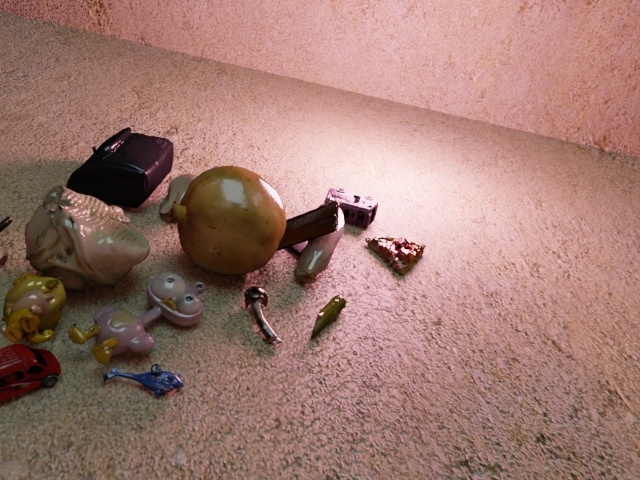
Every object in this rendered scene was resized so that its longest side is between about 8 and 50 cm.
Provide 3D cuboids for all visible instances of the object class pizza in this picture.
[{"bbox_3d":[0.256,0.036,2.030,0.200,0.053,0.193,5,31,-16],"label":"pizza"}]

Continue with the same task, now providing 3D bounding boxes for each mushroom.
[{"bbox_3d":[-0.144,0.192,1.618,0.060,0.061,0.187,-13,49,-16],"label":"mushroom"},{"bbox_3d":[0.002,0.000,1.906,0.109,0.097,0.351,-15,30,23],"label":"mushroom"}]

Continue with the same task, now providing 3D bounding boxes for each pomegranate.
[{"bbox_3d":[-0.256,-0.053,1.740,0.319,0.319,0.319,10,30,-6],"label":"pomegranate"}]

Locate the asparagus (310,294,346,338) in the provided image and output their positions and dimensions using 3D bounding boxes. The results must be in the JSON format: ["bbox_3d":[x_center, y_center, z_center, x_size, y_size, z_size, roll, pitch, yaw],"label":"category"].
[{"bbox_3d":[0.012,0.198,1.675,0.178,0.041,0.045,-38,103,-53],"label":"asparagus"}]

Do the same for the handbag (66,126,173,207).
[{"bbox_3d":[-0.628,-0.250,2.014,0.274,0.178,0.302,14,30,-1],"label":"handbag"}]

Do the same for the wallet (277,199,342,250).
[{"bbox_3d":[-0.054,-0.040,1.891,0.243,0.039,0.133,-19,35,25],"label":"wallet"}]

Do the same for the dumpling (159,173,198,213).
[{"bbox_3d":[-0.422,-0.135,1.989,0.166,0.126,0.216,-19,46,-3],"label":"dumpling"}]

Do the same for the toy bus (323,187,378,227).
[{"bbox_3d":[0.100,-0.108,2.176,0.178,0.087,0.098,15,32,8],"label":"toy bus"}]

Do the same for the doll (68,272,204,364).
[{"bbox_3d":[-0.399,0.174,1.491,0.160,0.094,0.365,30,35,20],"label":"doll"}]

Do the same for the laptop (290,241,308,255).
[{"bbox_3d":[-0.060,-0.001,2.000,0.180,0.016,0.129,35,37,29],"label":"laptop"}]

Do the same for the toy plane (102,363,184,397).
[{"bbox_3d":[-0.370,0.293,1.354,0.167,0.054,0.062,12,56,-5],"label":"toy plane"}]

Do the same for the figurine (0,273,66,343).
[{"bbox_3d":[-0.619,0.149,1.388,0.156,0.131,0.246,-34,21,0],"label":"figurine"}]

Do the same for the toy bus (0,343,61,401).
[{"bbox_3d":[-0.612,0.258,1.264,0.195,0.089,0.081,-18,44,-43],"label":"toy bus"}]

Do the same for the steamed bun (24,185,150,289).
[{"bbox_3d":[-0.583,0.023,1.581,0.280,0.207,0.268,23,17,-45],"label":"steamed bun"}]

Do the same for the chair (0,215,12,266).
[{"bbox_3d":[-0.834,0.059,1.445,0.186,0.160,0.319,15,29,-9],"label":"chair"}]
